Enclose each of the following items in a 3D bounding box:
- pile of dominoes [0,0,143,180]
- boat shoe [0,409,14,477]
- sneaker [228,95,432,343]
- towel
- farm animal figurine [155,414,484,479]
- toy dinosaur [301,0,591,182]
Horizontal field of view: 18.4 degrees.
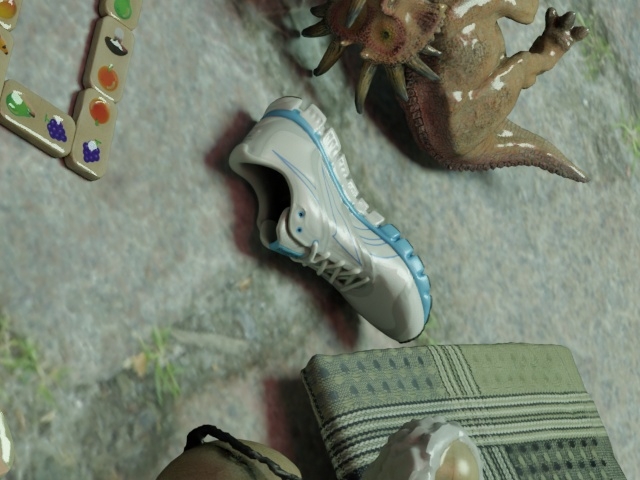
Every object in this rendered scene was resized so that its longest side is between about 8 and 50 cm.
[{"bbox_3d":[-0.178,-0.190,1.239,0.196,0.040,0.251,33,52,-36],"label":"pile of dominoes"},{"bbox_3d":[-0.206,0.074,1.103,0.049,0.042,0.133,-11,83,-29],"label":"boat shoe"},{"bbox_3d":[0.000,0.000,1.351,0.191,0.071,0.083,54,48,-6],"label":"sneaker"},{"bbox_3d":[0.137,0.217,1.377,0.324,0.056,0.312,2,58,-51],"label":"towel"},{"bbox_3d":[-0.076,0.243,1.071,0.330,0.172,0.327,-2,118,-49],"label":"farm animal figurine"},{"bbox_3d":[0.091,-0.131,1.463,0.200,0.127,0.296,-52,127,-37],"label":"toy dinosaur"}]
